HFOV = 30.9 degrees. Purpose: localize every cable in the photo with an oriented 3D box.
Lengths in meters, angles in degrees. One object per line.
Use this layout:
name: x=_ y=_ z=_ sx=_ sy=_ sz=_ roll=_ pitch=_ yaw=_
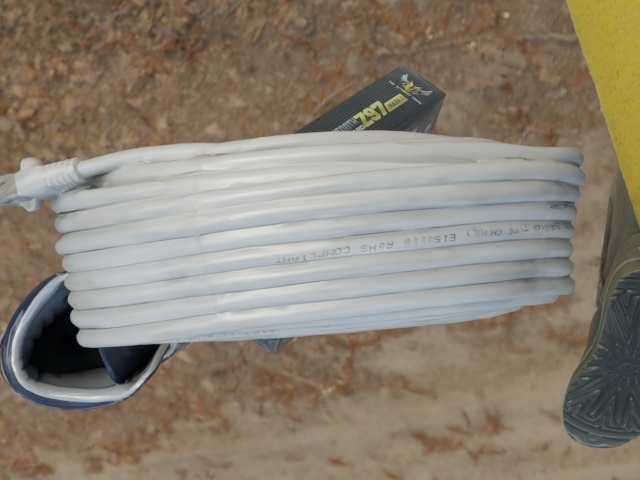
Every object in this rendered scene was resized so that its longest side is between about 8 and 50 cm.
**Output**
cable: x=0.000 y=0.000 z=0.574 sx=0.257 sy=0.089 sz=0.257 roll=-4 pitch=179 yaw=33

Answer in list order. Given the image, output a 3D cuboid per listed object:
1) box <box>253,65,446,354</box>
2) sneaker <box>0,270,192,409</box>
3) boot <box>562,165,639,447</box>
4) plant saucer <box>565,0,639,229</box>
box: x=0.015 y=-0.027 z=1.065 sx=0.059 sy=0.183 sz=0.232 roll=37 pitch=138 yaw=19
sneaker: x=-0.095 y=0.028 z=0.798 sx=0.099 sy=0.282 sz=0.153 roll=59 pitch=169 yaw=-2
boot: x=0.245 y=0.038 z=0.933 sx=0.076 sy=0.208 sz=0.189 roll=15 pitch=121 yaw=0
plant saucer: x=0.336 y=-0.136 z=0.714 sx=0.333 sy=0.332 sz=0.081 roll=-5 pitch=146 yaw=-5
